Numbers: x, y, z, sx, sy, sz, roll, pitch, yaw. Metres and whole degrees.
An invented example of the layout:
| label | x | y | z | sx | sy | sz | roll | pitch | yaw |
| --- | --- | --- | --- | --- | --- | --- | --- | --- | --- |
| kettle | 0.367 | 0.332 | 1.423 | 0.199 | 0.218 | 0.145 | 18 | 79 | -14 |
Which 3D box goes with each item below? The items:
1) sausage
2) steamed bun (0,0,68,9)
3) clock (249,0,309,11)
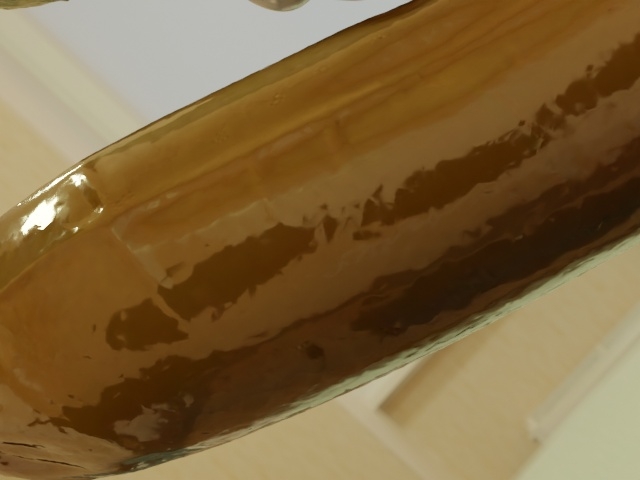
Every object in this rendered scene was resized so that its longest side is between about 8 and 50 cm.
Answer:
| label | x | y | z | sx | sy | sz | roll | pitch | yaw |
| --- | --- | --- | --- | --- | --- | --- | --- | --- | --- |
| sausage | -0.003 | -0.004 | 0.550 | 0.328 | 0.112 | 0.112 | -27 | 6 | 0 |
| steamed bun | -0.170 | -0.318 | 1.385 | 0.290 | 0.273 | 0.272 | -7 | -9 | 30 |
| clock | -0.065 | -0.204 | 0.674 | 0.254 | 0.189 | 0.189 | 15 | -52 | -46 |
